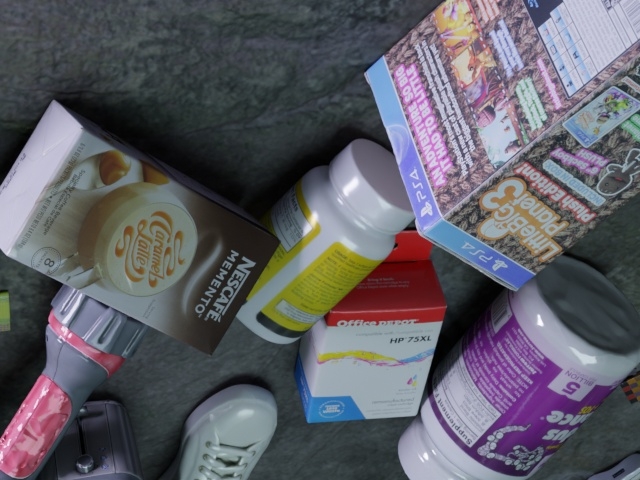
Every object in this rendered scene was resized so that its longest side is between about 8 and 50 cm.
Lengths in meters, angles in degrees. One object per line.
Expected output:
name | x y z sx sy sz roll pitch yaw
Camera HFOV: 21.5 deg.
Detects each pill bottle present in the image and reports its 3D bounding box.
pill bottle | 0.219 0.171 1.921 0.169 0.169 0.301 16 128 -29
pill bottle | 0.000 0.000 1.718 0.119 0.119 0.208 26 123 -36

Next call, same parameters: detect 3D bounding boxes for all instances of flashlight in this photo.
flashlight | -0.293 0.179 1.759 0.103 0.103 0.304 30 100 -25

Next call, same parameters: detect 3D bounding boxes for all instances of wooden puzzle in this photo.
wooden puzzle | 0.401 0.179 2.101 0.049 0.006 0.083 -26 136 10

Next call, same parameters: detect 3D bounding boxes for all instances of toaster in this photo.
toaster | -0.260 0.286 1.914 0.129 0.146 0.227 -9 136 -7

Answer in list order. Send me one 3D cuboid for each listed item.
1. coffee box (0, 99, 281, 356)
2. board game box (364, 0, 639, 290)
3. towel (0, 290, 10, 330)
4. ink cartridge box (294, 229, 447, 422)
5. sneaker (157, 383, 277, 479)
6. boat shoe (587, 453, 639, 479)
coffee box | -0.180 -0.010 1.625 0.246 0.098 0.141 29 95 -33
board game box | 0.211 -0.142 1.553 0.291 0.232 0.141 -40 132 24
towel | -0.368 0.077 1.768 0.083 0.009 0.060 -5 135 -13
ink cartridge box | 0.056 0.096 1.862 0.134 0.078 0.231 -3 135 -14
sneaker | -0.126 0.294 1.982 0.106 0.123 0.290 14 128 -26
boat shoe | 0.389 0.318 2.221 0.100 0.035 0.035 -36 131 11
